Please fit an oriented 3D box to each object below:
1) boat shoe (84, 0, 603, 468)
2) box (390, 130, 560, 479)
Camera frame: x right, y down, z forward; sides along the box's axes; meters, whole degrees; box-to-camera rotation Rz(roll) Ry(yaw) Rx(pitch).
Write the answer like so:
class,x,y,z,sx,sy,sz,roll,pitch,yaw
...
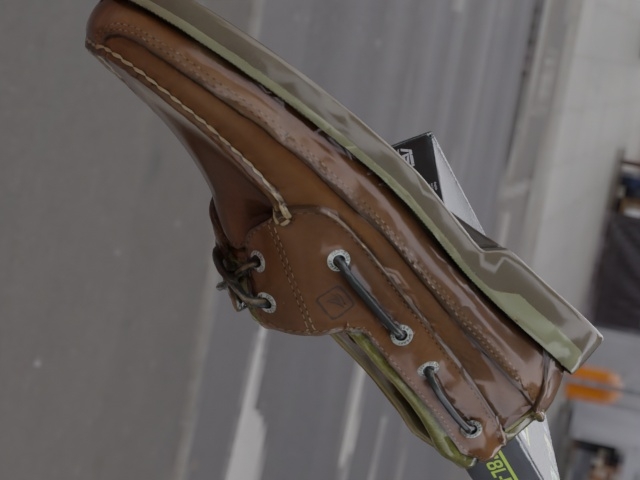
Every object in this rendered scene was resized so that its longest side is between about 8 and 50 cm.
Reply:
class,x,y,z,sx,sy,sz,roll,pitch,yaw
boat shoe,0.000,0.000,0.800,0.104,0.307,0.111,-51,-160,0
box,0.094,0.060,1.055,0.184,0.045,0.190,61,16,-45
